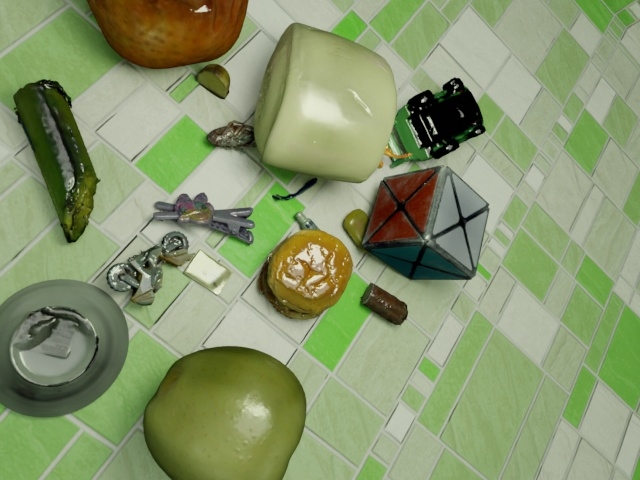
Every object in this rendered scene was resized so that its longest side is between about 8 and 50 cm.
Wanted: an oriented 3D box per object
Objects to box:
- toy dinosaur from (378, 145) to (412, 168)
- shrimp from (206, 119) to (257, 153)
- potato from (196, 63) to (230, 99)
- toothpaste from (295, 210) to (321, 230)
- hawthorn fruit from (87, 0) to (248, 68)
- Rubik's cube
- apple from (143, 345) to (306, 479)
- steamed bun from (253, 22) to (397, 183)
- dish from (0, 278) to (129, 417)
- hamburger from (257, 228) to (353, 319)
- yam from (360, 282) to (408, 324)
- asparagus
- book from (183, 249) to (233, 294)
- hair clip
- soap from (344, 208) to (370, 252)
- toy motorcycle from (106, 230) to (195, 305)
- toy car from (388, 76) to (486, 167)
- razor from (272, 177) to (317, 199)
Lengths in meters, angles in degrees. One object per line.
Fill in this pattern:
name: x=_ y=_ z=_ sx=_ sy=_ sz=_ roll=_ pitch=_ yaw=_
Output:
toy dinosaur: x=0.143 y=-0.277 z=1.531 sx=0.288 sy=0.070 sz=0.117 roll=-16 pitch=78 yaw=-7
shrimp: x=-0.229 y=-0.294 z=1.390 sx=0.190 sy=0.075 sz=0.073 roll=-4 pitch=49 yaw=-35
potato: x=-0.288 y=-0.462 z=1.378 sx=0.096 sy=0.103 sz=0.066 roll=30 pitch=72 yaw=-17
toothpaste: x=0.000 y=0.000 z=1.449 sx=0.216 sy=0.037 sz=0.062 roll=49 pitch=65 yaw=-12
hawthorn fruit: x=-0.380 y=-0.660 z=1.198 sx=0.471 sy=0.472 sz=0.472 roll=5 pitch=78 yaw=-23
Rubik's cube: x=0.316 y=-0.040 z=1.450 sx=0.260 sy=0.259 sz=0.255 roll=29 pitch=70 yaw=-31
apple: x=-0.205 y=0.403 z=1.108 sx=0.357 sy=0.357 sz=0.357 roll=5 pitch=78 yaw=-23
steamed bun: x=0.026 y=-0.394 z=1.352 sx=0.371 sy=0.290 sz=0.456 roll=10 pitch=55 yaw=-17
dish: x=-0.593 y=0.238 z=1.099 sx=0.316 sy=0.106 sz=0.316 roll=5 pitch=78 yaw=-22
hamburger: x=-0.039 y=0.093 z=1.342 sx=0.244 sy=0.163 sz=0.244 roll=4 pitch=80 yaw=-24
yam: x=0.193 y=0.193 z=1.475 sx=0.141 sy=0.079 sz=0.079 roll=31 pitch=69 yaw=-14
asparagus: x=-0.615 y=-0.189 z=1.178 sx=0.128 sy=0.108 sz=0.382 roll=-21 pitch=90 yaw=-27
book: x=-0.299 y=0.085 z=1.310 sx=0.111 sy=0.014 sz=0.077 roll=37 pitch=68 yaw=-13
hair clip: x=-0.295 y=-0.070 z=1.306 sx=0.278 sy=0.090 sz=0.137 roll=16 pitch=39 yaw=-23
soap: x=0.129 y=-0.029 z=1.505 sx=0.089 sy=0.045 sz=0.140 roll=-39 pitch=100 yaw=-22
toy motorcycle: x=-0.413 y=0.075 z=1.227 sx=0.229 sy=0.094 sz=0.130 roll=-38 pitch=101 yaw=-38
toy car: x=0.377 y=-0.383 z=1.623 sx=0.358 sy=0.176 sz=0.213 roll=-30 pitch=94 yaw=-30
razor: x=-0.069 y=-0.148 z=1.454 sx=0.154 sy=0.044 sz=0.028 roll=-29 pitch=122 yaw=-29
